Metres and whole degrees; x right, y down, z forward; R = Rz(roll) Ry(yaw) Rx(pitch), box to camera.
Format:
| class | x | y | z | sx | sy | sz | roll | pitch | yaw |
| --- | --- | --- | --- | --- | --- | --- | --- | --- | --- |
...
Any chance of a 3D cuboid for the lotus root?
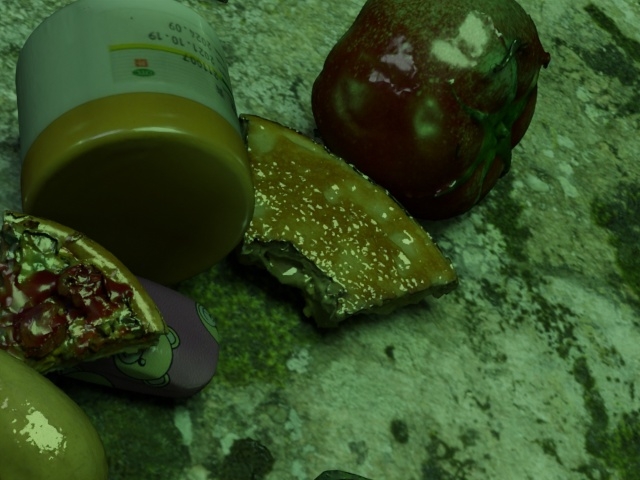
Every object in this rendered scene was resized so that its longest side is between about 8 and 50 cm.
| class | x | y | z | sx | sy | sz | roll | pitch | yaw |
| --- | --- | --- | --- | --- | --- | --- | --- | --- | --- |
| lotus root | -0.285 | 0.172 | 1.499 | 0.303 | 0.146 | 0.131 | 38 | 67 | 14 |

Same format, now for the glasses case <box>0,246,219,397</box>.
| class | x | y | z | sx | sy | sz | roll | pitch | yaw |
| --- | --- | --- | --- | --- | --- | --- | --- | --- | --- |
| glasses case | -0.252 | 0.075 | 1.707 | 0.316 | 0.076 | 0.123 | 16 | 44 | -18 |

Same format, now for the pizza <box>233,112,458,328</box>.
| class | x | y | z | sx | sy | sz | roll | pitch | yaw |
| --- | --- | --- | --- | --- | --- | --- | --- | --- | --- |
| pizza | 0.000 | 0.000 | 1.936 | 0.323 | 0.089 | 0.223 | 37 | 45 | -1 |

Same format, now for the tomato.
| class | x | y | z | sx | sy | sz | roll | pitch | yaw |
| --- | --- | --- | --- | --- | --- | --- | --- | --- | --- |
| tomato | 0.126 | -0.181 | 2.079 | 0.239 | 0.303 | 0.303 | 28 | 37 | 21 |

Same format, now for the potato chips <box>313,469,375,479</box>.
| class | x | y | z | sx | sy | sz | roll | pitch | yaw |
| --- | --- | --- | --- | --- | --- | --- | --- | --- | --- |
| potato chips | 0.130 | 0.388 | 1.633 | 0.429 | 0.070 | 0.358 | 31 | 32 | -15 |

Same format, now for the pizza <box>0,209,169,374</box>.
| class | x | y | z | sx | sy | sz | roll | pitch | yaw |
| --- | --- | --- | --- | --- | --- | --- | --- | --- | --- |
| pizza | -0.249 | 0.068 | 1.624 | 0.201 | 0.053 | 0.193 | 32 | 49 | -4 |

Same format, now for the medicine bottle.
| class | x | y | z | sx | sy | sz | roll | pitch | yaw |
| --- | --- | --- | --- | --- | --- | --- | --- | --- | --- |
| medicine bottle | -0.200 | -0.106 | 1.799 | 0.238 | 0.238 | 0.232 | 11 | 44 | -24 |

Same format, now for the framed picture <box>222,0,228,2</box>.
| class | x | y | z | sx | sy | sz | roll | pitch | yaw |
| --- | --- | --- | --- | --- | --- | --- | --- | --- | --- |
| framed picture | -0.191 | -0.373 | 2.253 | 0.149 | 0.011 | 0.109 | 17 | 43 | -19 |
